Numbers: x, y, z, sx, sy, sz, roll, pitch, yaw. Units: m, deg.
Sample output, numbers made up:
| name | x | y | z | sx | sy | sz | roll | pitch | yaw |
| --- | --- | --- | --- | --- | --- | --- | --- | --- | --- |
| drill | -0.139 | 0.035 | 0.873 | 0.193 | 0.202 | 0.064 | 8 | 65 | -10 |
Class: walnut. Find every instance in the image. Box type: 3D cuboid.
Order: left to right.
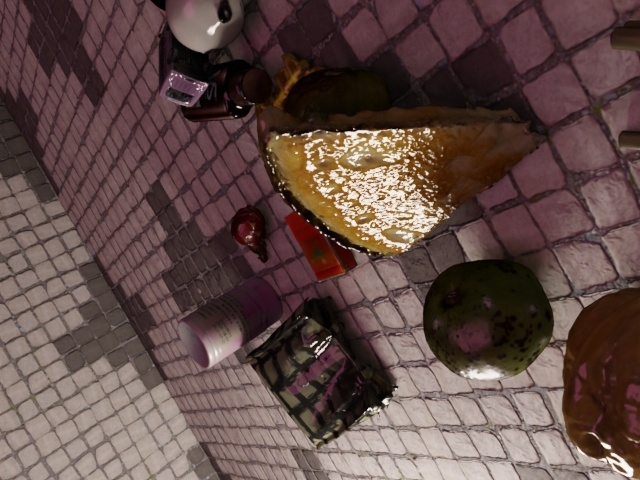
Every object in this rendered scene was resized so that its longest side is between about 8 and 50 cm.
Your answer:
| name | x | y | z | sx | sy | sz | roll | pitch | yaw |
| --- | --- | --- | --- | --- | --- | --- | --- | --- | --- |
| walnut | 0.433 | 0.184 | 0.780 | 0.224 | 0.257 | 0.257 | -122 | 14 | -70 |

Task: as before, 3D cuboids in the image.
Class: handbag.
| name | x | y | z | sx | sy | sz | roll | pitch | yaw |
| --- | --- | --- | --- | --- | --- | --- | --- | --- | --- |
| handbag | -0.001 | 0.340 | 1.491 | 0.325 | 0.162 | 0.327 | 50 | 136 | 7 |

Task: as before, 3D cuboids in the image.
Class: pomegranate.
| name | x | y | z | sx | sy | sz | roll | pitch | yaw |
| --- | --- | --- | --- | --- | --- | --- | --- | --- | --- |
| pomegranate | 0.290 | 0.142 | 0.978 | 0.214 | 0.214 | 0.248 | 6 | 156 | 49 |

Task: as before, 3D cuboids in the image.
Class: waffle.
| name | x | y | z | sx | sy | sz | roll | pitch | yaw |
| --- | --- | --- | --- | --- | --- | --- | --- | --- | --- |
| waffle | -0.049 | -0.243 | 1.208 | 0.291 | 0.051 | 0.291 | 29 | 135 | 33 |

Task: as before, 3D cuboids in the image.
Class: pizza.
| name | x | y | z | sx | sy | sz | roll | pitch | yaw |
| --- | --- | --- | --- | --- | --- | --- | --- | --- | --- |
| pizza | 0.066 | -0.110 | 0.937 | 0.435 | 0.392 | 0.080 | -46 | 40 | 48 |

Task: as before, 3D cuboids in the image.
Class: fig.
| name | x | y | z | sx | sy | sz | roll | pitch | yaw |
| --- | --- | --- | --- | --- | --- | --- | --- | --- | --- |
| fig | 0.025 | -0.208 | 1.014 | 0.181 | 0.181 | 0.191 | 27 | 106 | 38 |

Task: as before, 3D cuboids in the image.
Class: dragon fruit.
| name | x | y | z | sx | sy | sz | roll | pitch | yaw |
| --- | --- | --- | --- | --- | --- | --- | --- | --- | --- |
| dragon fruit | -0.181 | -0.009 | 1.509 | 0.094 | 0.094 | 0.190 | 32 | 146 | 34 |

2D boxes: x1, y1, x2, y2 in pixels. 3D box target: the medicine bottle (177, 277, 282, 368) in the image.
| name | x | y | z | sx | sy | sz | roll | pitch | yaw |
| --- | --- | --- | --- | --- | --- | --- | --- | --- | --- |
| medicine bottle | -0.246 | 0.221 | 1.611 | 0.152 | 0.254 | 0.152 | 30 | 135 | 35 |

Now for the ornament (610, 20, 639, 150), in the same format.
| name | x | y | z | sx | sy | sz | roll | pitch | yaw |
| --- | --- | --- | --- | --- | --- | --- | --- | --- | --- |
| ornament | 0.454 | -0.131 | 0.658 | 0.245 | 0.061 | 0.230 | 22 | 132 | 46 |

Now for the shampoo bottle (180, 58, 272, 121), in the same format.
| name | x | y | z | sx | sy | sz | roll | pitch | yaw |
| --- | --- | --- | --- | --- | --- | --- | --- | --- | --- |
| shampoo bottle | -0.215 | -0.324 | 1.281 | 0.323 | 0.084 | 0.129 | 16 | 98 | 55 |

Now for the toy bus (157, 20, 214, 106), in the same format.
| name | x | y | z | sx | sy | sz | roll | pitch | yaw |
| --- | --- | --- | --- | --- | --- | --- | --- | --- | --- |
| toy bus | -0.300 | -0.394 | 1.276 | 0.108 | 0.096 | 0.198 | -44 | 44 | 39 |

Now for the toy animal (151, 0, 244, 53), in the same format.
| name | x | y | z | sx | sy | sz | roll | pitch | yaw |
| --- | --- | --- | --- | --- | --- | --- | --- | --- | --- |
| toy animal | -0.250 | -0.494 | 1.177 | 0.235 | 0.165 | 0.187 | 50 | 149 | 10 |

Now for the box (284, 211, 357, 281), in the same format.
| name | x | y | z | sx | sy | sz | roll | pitch | yaw |
| --- | --- | --- | --- | --- | --- | --- | --- | --- | --- |
| box | 0.001 | 0.000 | 1.325 | 0.112 | 0.048 | 0.175 | -23 | 95 | 53 |
